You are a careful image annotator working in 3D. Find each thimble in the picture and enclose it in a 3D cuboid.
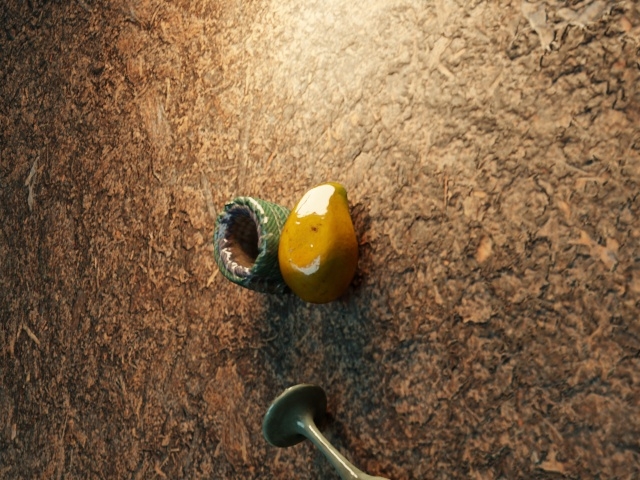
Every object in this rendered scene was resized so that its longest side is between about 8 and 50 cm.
[{"bbox_3d":[-0.085,0.005,1.239,0.118,0.090,0.135,-58,45,21],"label":"thimble"}]

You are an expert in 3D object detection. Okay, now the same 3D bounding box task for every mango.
[{"bbox_3d":[-0.005,0.004,1.151,0.115,0.089,0.164,-29,56,28],"label":"mango"}]

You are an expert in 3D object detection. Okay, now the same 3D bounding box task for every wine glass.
[{"bbox_3d":[0.073,0.213,0.982,0.309,0.096,0.264,38,119,46],"label":"wine glass"}]
